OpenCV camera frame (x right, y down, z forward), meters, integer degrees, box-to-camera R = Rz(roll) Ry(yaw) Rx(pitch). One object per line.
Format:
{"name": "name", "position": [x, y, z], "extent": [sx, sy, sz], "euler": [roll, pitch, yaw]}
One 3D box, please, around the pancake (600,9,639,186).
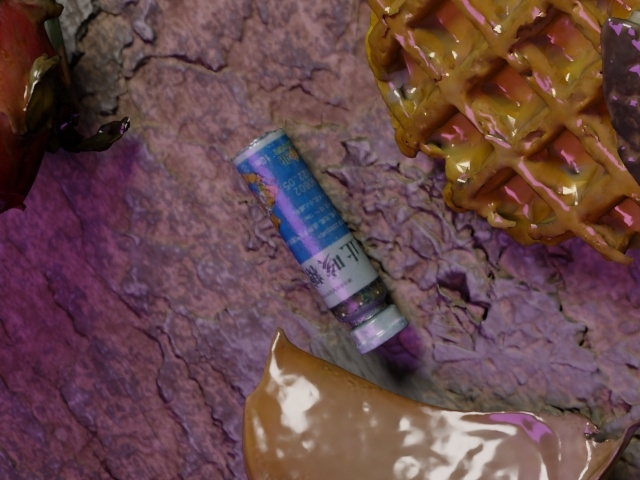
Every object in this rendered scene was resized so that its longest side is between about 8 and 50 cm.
{"name": "pancake", "position": [0.303, -0.096, 1.044], "extent": [0.286, 0.033, 0.288], "euler": [18, 128, 23]}

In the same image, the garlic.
{"name": "garlic", "position": [0.092, 0.191, 1.379], "extent": [0.338, 0.151, 0.196], "euler": [11, 118, 25]}

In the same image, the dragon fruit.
{"name": "dragon fruit", "position": [-0.331, -0.156, 1.428], "extent": [0.269, 0.250, 0.291], "euler": [-12, 79, 16]}

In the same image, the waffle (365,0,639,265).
{"name": "waffle", "position": [0.179, -0.152, 1.174], "extent": [0.379, 0.095, 0.382], "euler": [9, 122, 34]}

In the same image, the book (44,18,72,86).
{"name": "book", "position": [-0.324, -0.265, 1.532], "extent": [0.201, 0.026, 0.289], "euler": [0, 111, 32]}

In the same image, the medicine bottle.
{"name": "medicine bottle", "position": [0.000, 0.000, 1.415], "extent": [0.051, 0.051, 0.191], "euler": [-34, 90, 40]}
